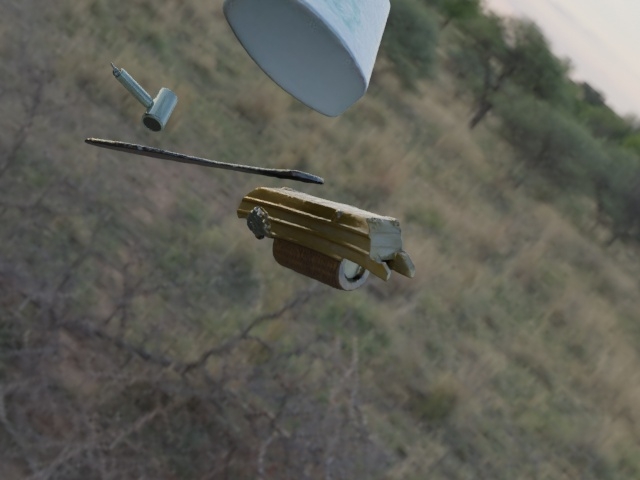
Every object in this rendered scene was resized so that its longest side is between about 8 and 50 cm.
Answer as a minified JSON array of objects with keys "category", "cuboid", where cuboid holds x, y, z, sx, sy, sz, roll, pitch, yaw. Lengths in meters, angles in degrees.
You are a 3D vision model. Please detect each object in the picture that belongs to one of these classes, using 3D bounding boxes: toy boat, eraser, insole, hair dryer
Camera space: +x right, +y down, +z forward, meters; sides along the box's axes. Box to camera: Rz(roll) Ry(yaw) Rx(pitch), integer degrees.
[{"category":"toy boat","cuboid":[0.000,0.000,1.685,0.310,0.115,0.089,17,12,39]},{"category":"eraser","cuboid":[-0.009,-0.282,1.413,0.189,0.104,0.290,47,26,-18]},{"category":"insole","cuboid":[-0.164,-0.111,1.635,0.348,0.009,0.119,10,-1,13]},{"category":"hair dryer","cuboid":[-0.272,-0.226,1.762,0.124,0.038,0.063,45,49,-29]}]
